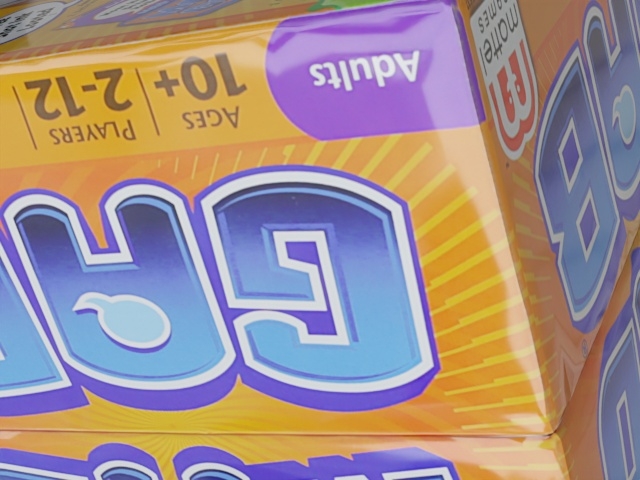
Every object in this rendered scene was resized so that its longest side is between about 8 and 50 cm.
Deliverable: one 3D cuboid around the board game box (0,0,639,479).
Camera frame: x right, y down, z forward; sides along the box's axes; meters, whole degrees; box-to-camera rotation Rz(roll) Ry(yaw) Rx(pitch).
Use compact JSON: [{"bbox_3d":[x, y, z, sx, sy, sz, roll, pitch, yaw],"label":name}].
[{"bbox_3d":[0.000,0.000,0.701,0.356,0.356,0.356,-3,117,27],"label":"board game box"}]
